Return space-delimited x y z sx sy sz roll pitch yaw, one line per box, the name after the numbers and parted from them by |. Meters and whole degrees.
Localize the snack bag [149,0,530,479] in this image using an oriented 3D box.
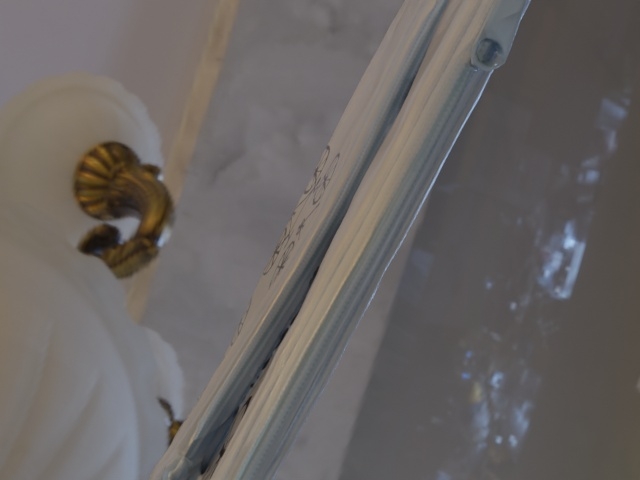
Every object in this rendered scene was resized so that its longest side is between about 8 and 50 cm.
0.000 0.000 0.564 0.037 0.342 0.323 28 -84 -4 | snack bag
